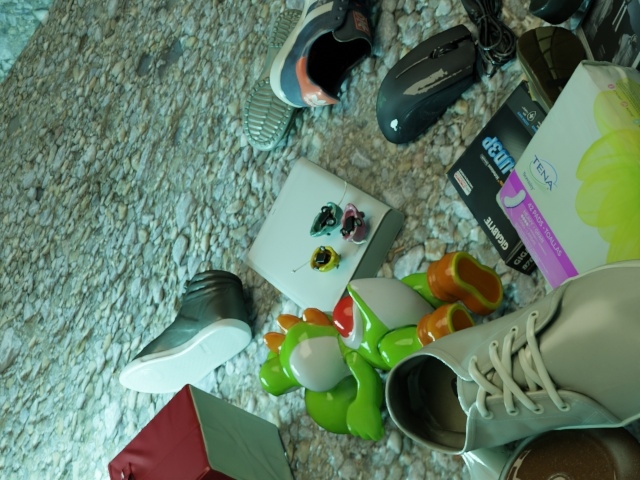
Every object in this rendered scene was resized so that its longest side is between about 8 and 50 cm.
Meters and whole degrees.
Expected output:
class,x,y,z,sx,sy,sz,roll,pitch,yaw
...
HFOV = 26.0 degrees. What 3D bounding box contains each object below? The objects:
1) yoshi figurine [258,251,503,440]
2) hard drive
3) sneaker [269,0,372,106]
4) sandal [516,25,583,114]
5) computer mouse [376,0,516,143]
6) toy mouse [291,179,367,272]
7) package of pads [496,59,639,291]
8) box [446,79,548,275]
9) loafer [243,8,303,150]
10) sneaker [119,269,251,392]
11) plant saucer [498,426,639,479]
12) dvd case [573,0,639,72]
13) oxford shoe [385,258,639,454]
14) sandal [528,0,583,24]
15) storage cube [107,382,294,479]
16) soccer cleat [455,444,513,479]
class,x,y,z,sx,sy,sz,roll,pitch,yaw
yoshi figurine,0.086,0.158,1.851,0.362,0.203,0.203,-23,79,38
hard drive,0.000,0.000,2.172,0.203,0.040,0.307,-62,31,4
sneaker,0.043,-0.381,2.302,0.148,0.131,0.350,19,90,51
sandal,0.310,-0.197,1.797,0.060,0.090,0.219,97,161,-49
computer mouse,0.165,-0.260,2.078,0.272,0.072,0.188,-46,38,28
toy mouse,0.031,-0.020,2.070,0.161,0.031,0.143,-10,61,53
package of pads,0.336,-0.033,1.559,0.229,0.101,0.297,-61,41,36
box,0.271,-0.086,1.824,0.175,0.051,0.220,-52,35,20
loafer,-0.058,-0.275,2.417,0.094,0.087,0.251,24,100,23
sneaker,-0.226,0.152,2.346,0.295,0.104,0.147,-31,43,34
plant saucer,0.272,0.282,1.541,0.198,0.036,0.199,-21,52,30
dvd case,0.389,-0.286,1.724,0.239,0.029,0.179,110,159,-44
oxford shoe,0.235,0.141,1.505,0.449,0.130,0.169,-25,80,47
sandal,0.382,-0.501,1.832,0.446,0.107,0.167,-62,10,-5
storage cube,-0.170,0.359,2.019,0.193,0.215,0.184,-46,36,18
soccer cleat,0.205,0.262,1.679,0.076,0.068,0.196,-35,44,20
